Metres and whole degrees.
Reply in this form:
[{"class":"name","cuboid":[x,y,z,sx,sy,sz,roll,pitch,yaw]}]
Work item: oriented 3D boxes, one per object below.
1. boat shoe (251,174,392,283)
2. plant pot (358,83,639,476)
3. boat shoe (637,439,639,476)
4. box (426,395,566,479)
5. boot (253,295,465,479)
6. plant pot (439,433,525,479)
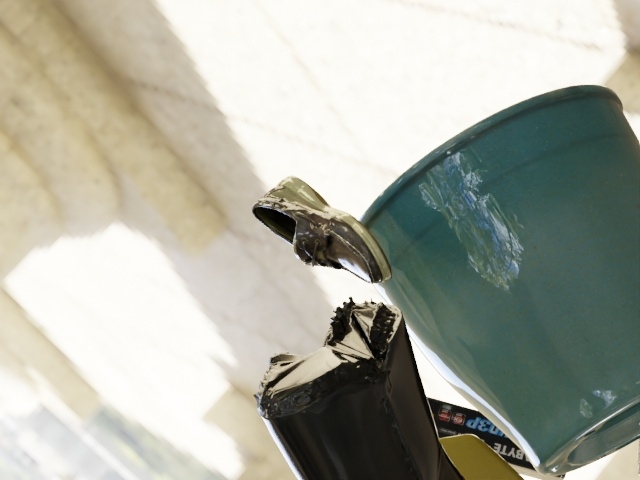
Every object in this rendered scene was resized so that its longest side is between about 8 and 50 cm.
[{"class":"boat shoe","cuboid":[0.000,0.000,1.474,0.152,0.049,0.056,36,153,48]},{"class":"plant pot","cuboid":[0.200,0.050,1.562,0.255,0.271,0.272,61,170,20]},{"class":"boat shoe","cuboid":[0.352,0.188,1.841,0.095,0.112,0.335,37,-160,-2]},{"class":"box","cuboid":[0.176,0.225,2.106,0.220,0.051,0.175,15,172,7]},{"class":"boot","cuboid":[0.003,0.179,1.166,0.094,0.246,0.207,1,127,43]},{"class":"plant pot","cuboid":[0.080,0.279,1.478,0.187,0.212,0.212,-112,19,-45]}]
